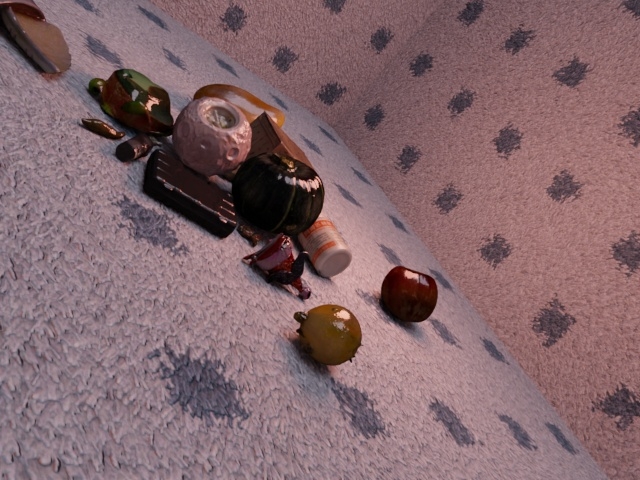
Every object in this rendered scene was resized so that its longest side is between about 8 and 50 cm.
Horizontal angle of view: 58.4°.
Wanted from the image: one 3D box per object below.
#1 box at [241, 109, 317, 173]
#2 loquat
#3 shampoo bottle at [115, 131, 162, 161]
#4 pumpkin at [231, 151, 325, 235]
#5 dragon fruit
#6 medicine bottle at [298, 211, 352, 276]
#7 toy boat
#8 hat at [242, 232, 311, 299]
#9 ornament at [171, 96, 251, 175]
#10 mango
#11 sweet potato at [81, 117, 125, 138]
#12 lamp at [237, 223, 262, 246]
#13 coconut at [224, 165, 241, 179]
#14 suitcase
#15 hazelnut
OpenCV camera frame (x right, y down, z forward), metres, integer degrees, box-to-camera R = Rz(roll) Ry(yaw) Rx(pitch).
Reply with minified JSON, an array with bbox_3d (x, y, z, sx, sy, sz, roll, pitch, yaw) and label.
[{"bbox_3d":[-0.169,-0.298,2.197,0.297,0.190,0.225,40,15,-48],"label":"box"},{"bbox_3d":[0.017,0.243,1.511,0.204,0.149,0.172,26,26,-14],"label":"loquat"},{"bbox_3d":[-0.526,-0.274,1.675,0.063,0.057,0.207,40,18,-8],"label":"shampoo bottle"},{"bbox_3d":[-0.143,-0.156,1.926,0.323,0.241,0.323,22,25,-11],"label":"pumpkin"},{"bbox_3d":[-0.588,-0.448,1.845,0.295,0.130,0.268,28,28,-40],"label":"dragon fruit"},{"bbox_3d":[0.000,0.000,2.043,0.144,0.144,0.252,24,24,-45],"label":"medicine bottle"},{"bbox_3d":[-0.859,-0.619,1.712,0.293,0.111,0.276,51,14,-19],"label":"toy boat"},{"bbox_3d":[-0.105,0.095,1.700,0.140,0.129,0.227,-47,112,-32],"label":"hat"},{"bbox_3d":[-0.355,-0.332,1.882,0.259,0.225,0.259,16,49,-18],"label":"ornament"},{"bbox_3d":[-0.335,-0.512,2.326,0.384,0.199,0.221,6,64,-19],"label":"mango"},{"bbox_3d":[-0.610,-0.315,1.627,0.153,0.038,0.041,16,55,-59],"label":"sweet potato"},{"bbox_3d":[-0.224,-0.020,1.791,0.083,0.031,0.063,38,16,-4],"label":"lamp"},{"bbox_3d":[-0.322,-0.261,2.055,0.083,0.082,0.081,39,55,-3],"label":"coconut"},{"bbox_3d":[-0.376,-0.137,1.670,0.285,0.066,0.206,33,21,-29],"label":"suitcase"},{"bbox_3d":[0.340,0.214,2.234,0.234,0.218,0.218,17,25,-15],"label":"hazelnut"}]
